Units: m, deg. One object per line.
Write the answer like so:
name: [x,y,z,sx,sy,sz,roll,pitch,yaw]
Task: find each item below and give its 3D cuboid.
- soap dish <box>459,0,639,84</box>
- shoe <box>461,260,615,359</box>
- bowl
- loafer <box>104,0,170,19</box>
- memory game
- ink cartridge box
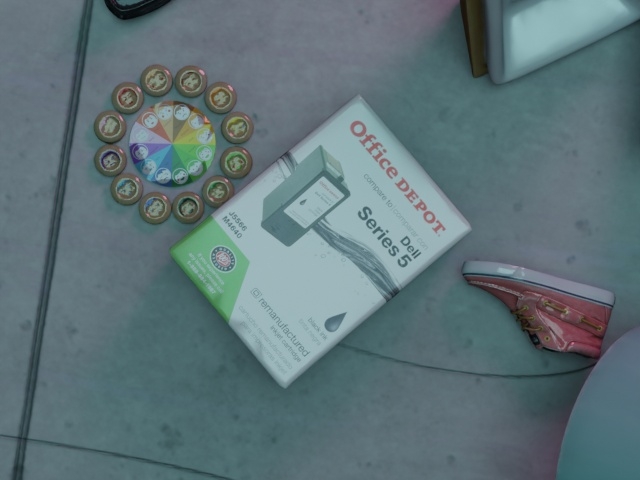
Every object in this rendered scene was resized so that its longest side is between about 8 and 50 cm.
soap dish: [0.248,-0.303,1.734,0.229,0.291,0.118,-26,69,-2]
shoe: [0.238,0.079,1.819,0.178,0.063,0.081,14,83,-5]
bowl: [0.397,0.247,1.685,0.311,0.163,0.312,-10,104,-45]
loafer: [-0.153,-0.333,1.813,0.223,0.078,0.076,-41,89,-2]
memory game: [-0.166,-0.110,1.840,0.186,0.012,0.186,0,88,-1]
ink cartridge box: [0.000,0.000,1.789,0.273,0.115,0.198,-40,90,-2]
